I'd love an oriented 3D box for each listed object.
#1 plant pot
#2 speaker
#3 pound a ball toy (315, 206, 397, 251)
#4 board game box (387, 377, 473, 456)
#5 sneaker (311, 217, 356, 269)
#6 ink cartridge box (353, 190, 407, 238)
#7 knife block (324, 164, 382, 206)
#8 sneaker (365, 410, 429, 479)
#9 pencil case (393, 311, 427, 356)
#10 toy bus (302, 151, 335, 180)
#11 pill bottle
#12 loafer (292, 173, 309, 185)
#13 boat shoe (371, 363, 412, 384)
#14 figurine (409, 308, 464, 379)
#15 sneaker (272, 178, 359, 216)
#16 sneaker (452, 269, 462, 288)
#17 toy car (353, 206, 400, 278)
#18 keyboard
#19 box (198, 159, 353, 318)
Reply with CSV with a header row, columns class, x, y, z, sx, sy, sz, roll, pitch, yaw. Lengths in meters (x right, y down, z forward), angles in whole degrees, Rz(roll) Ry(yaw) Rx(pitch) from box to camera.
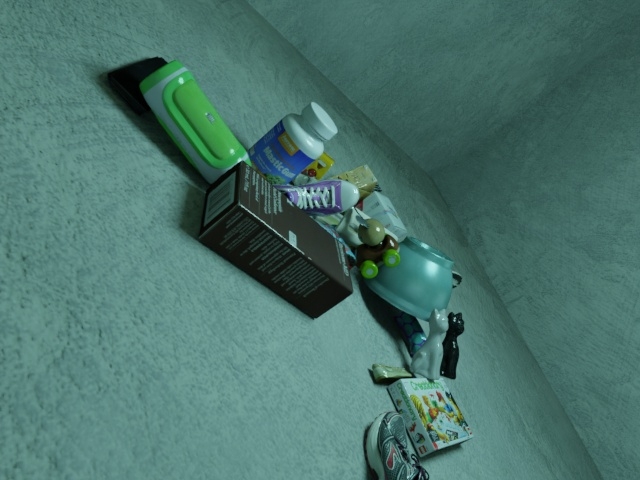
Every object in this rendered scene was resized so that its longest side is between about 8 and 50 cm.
class,x,y,z,sx,sy,sz,roll,pitch,yaw
plant pot,0.311,0.107,1.632,0.293,0.196,0.293,28,10,-6
speaker,-0.296,-0.273,1.204,0.296,0.131,0.131,55,21,-19
pound a ball toy,0.112,-0.037,1.733,0.319,0.135,0.208,31,6,-43
board game box,0.316,0.486,1.411,0.305,0.053,0.193,20,38,-53
sneaker,0.000,0.000,1.481,0.262,0.104,0.125,44,17,-45
ink cartridge box,0.234,-0.079,1.988,0.127,0.128,0.176,19,41,-54
knife block,0.125,-0.191,2.031,0.276,0.242,0.088,-23,70,-21
sneaker,0.172,0.487,1.055,0.121,0.112,0.299,44,23,-20
pencil case,0.301,0.305,1.636,0.064,0.070,0.151,97,-25,-54
toy bus,-0.042,-0.304,1.760,0.202,0.104,0.191,25,21,-49
pill bottle,-0.088,-0.269,1.450,0.152,0.272,0.152,42,25,-24
loafer,-0.078,-0.213,1.703,0.039,0.045,0.125,39,14,10
boat shoe,0.195,0.361,1.364,0.153,0.056,0.048,14,44,-44
figurine,0.369,0.313,1.541,0.092,0.209,0.215,14,-3,38
sneaker,-0.034,-0.106,1.331,0.161,0.282,0.102,-82,167,-83
sneaker,0.557,0.132,2.385,0.279,0.107,0.118,41,6,-34
toy car,0.143,-0.010,1.532,0.188,0.149,0.155,59,9,-22
keyboard,-0.411,-0.379,1.306,0.201,0.033,0.317,45,24,-15
box,-0.097,0.005,1.211,0.381,0.143,0.191,40,25,-32
